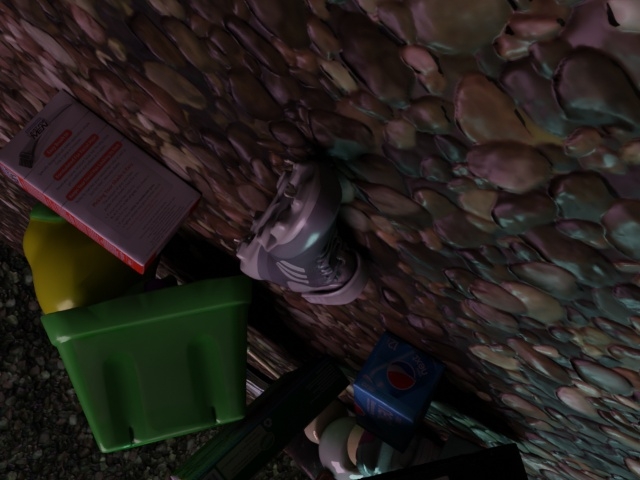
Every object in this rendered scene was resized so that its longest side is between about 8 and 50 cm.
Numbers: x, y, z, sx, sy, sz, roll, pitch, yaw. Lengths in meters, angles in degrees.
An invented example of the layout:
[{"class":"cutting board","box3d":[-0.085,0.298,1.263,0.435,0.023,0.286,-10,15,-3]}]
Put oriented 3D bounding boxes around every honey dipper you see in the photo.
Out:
[{"class":"honey dipper","box3d":[-0.089,0.245,1.195,0.161,0.030,0.030,45,158,-17]}]

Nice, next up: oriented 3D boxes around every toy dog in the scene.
[{"class":"toy dog","box3d":[0.092,0.422,1.107,0.333,0.161,0.220,39,160,-10]}]

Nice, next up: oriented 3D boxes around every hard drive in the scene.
[{"class":"hard drive","box3d":[0.035,0.310,0.728,0.236,0.064,0.339,5,154,-42]}]

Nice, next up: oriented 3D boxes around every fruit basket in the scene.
[{"class":"fruit basket","box3d":[-0.249,0.094,0.884,0.392,0.282,0.392,170,90,-76]}]

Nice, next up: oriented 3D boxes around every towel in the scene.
[{"class":"towel","box3d":[-0.216,0.290,1.490,0.285,0.034,0.209,34,162,8]}]

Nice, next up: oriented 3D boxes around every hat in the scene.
[{"class":"hat","box3d":[0.021,0.447,1.322,0.331,0.134,0.331,30,159,13]}]

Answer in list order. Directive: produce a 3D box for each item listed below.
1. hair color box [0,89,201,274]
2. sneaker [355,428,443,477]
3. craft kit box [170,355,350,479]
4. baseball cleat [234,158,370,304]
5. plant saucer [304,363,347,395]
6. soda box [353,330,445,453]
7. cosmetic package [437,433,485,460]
[{"class":"hair color box","box3d":[-0.212,-0.055,0.618,0.167,0.093,0.053,38,160,-6]},{"class":"sneaker","box3d":[0.148,0.324,0.913,0.111,0.103,0.252,6,151,46]},{"class":"craft kit box","box3d":[-0.097,0.282,0.934,0.061,0.250,0.246,52,156,-1]},{"class":"baseball cleat","box3d":[0.000,0.000,0.469,0.109,0.072,0.206,25,167,-12]},{"class":"plant saucer","box3d":[0.005,0.229,1.027,0.083,0.015,0.083,30,159,13]},{"class":"soda box","box3d":[0.083,0.177,0.710,0.071,0.067,0.210,29,158,17]},{"class":"cosmetic package","box3d":[0.209,0.310,0.846,0.060,0.041,0.115,11,149,49]}]
